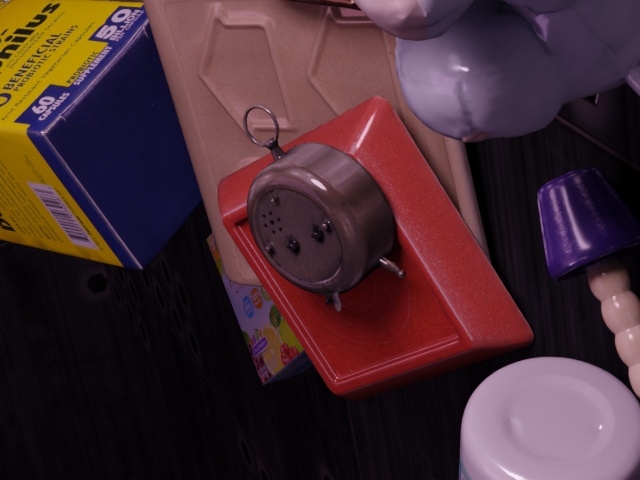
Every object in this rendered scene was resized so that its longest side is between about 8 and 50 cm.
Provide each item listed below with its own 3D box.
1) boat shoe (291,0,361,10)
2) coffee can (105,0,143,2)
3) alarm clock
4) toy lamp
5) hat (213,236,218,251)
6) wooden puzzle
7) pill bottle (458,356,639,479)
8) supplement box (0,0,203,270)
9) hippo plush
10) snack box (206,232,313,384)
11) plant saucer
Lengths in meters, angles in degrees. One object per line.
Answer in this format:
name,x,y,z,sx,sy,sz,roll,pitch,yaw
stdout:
boat shoe,0.022,-0.225,1.404,0.207,0.073,0.073,3,82,35
coffee can,-0.142,-0.208,1.921,0.275,0.201,0.202,101,147,-61
alarm clock,-0.014,-0.032,1.479,0.129,0.064,0.192,-24,98,49
toy lamp,0.228,0.080,1.210,0.080,0.080,0.275,126,122,-71
hat,-0.044,-0.073,1.833,0.173,0.208,0.184,-50,33,31
wooden puzzle,0.008,-0.098,1.588,0.347,0.080,0.322,8,123,39
pill bottle,0.184,0.230,1.395,0.264,0.146,0.146,87,158,-45
supplement box,-0.287,-0.122,1.791,0.356,0.194,0.195,10,142,44
hippo plush,0.114,-0.196,1.047,0.234,0.294,0.236,60,-179,37
snack box,-0.054,0.054,2.114,0.174,0.070,0.207,-46,62,60
plant saucer,0.032,0.026,1.559,0.258,0.047,0.259,-25,100,48
